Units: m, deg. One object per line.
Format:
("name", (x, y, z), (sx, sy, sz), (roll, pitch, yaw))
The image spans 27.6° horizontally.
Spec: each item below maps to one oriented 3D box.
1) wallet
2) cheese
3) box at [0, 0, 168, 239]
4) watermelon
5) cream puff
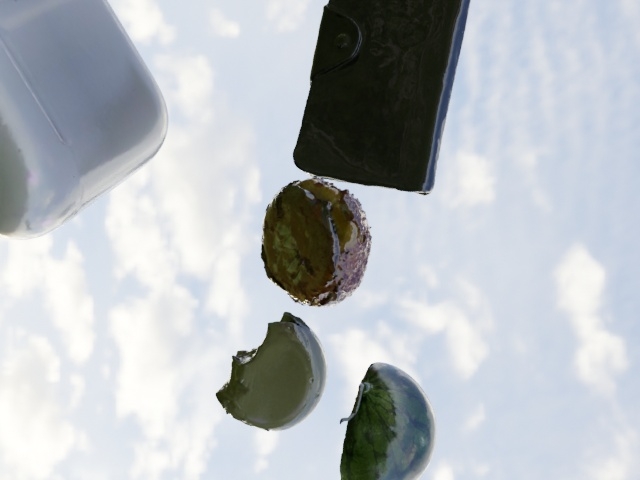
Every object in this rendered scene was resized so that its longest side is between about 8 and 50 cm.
("wallet", (0.087, -0.248, 1.697), (0.197, 0.051, 0.377), (10, -101, 17))
("cheese", (-0.072, 0.224, 2.251), (0.091, 0.175, 0.202), (-96, -152, -73))
("box", (-0.328, -0.171, 1.494), (0.141, 0.349, 0.289), (-23, -78, 30))
("watermelon", (0.104, 0.288, 1.911), (0.127, 0.204, 0.232), (15, -49, 18))
("cream puff", (0.000, -0.001, 2.361), (0.240, 0.164, 0.240), (23, -62, 54))
